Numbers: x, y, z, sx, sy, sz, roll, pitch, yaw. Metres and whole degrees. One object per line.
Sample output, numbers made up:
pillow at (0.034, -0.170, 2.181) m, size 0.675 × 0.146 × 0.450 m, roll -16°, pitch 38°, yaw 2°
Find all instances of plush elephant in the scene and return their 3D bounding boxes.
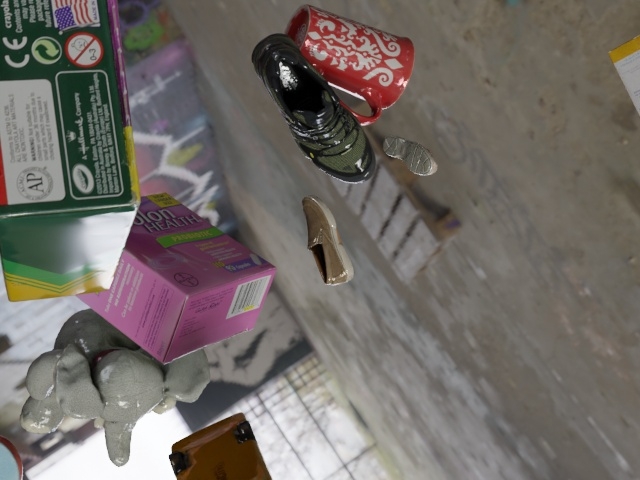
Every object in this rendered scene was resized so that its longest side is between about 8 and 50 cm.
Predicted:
plush elephant at (-0.332, 0.235, 1.586) m, size 0.255 × 0.271 × 0.330 m, roll -123°, pitch 39°, yaw -52°

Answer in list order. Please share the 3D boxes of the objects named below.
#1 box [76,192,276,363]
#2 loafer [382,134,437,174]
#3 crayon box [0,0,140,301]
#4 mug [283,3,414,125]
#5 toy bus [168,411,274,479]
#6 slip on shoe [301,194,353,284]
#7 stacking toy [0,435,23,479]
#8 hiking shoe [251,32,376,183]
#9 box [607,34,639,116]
box at (-0.230, 0.046, 1.442) m, size 0.243 × 0.117 × 0.213 m, roll 32°, pitch -156°, yaw 24°
loafer at (0.151, -0.139, 1.571) m, size 0.125 × 0.039 × 0.045 m, roll 38°, pitch 117°, yaw 47°
crayon box at (-0.235, -0.156, 0.801) m, size 0.313 × 0.106 × 0.363 m, roll 141°, pitch 121°, yaw -68°
mug at (0.039, -0.258, 1.404) m, size 0.169 × 0.113 × 0.150 m, roll 17°, pitch -143°, yaw -26°
toy bus at (-0.099, 0.311, 1.136) m, size 0.332 × 0.108 × 0.130 m, roll -139°, pitch 28°, yaw -72°
slip on shoe at (0.000, 0.000, 1.358) m, size 0.135 × 0.041 × 0.051 m, roll 67°, pitch 152°, yaw 10°
stacking toy at (-0.605, 0.327, 1.404) m, size 0.309 × 0.279 × 0.130 m, roll 49°, pitch 167°, yaw -5°
hiking shoe at (-0.006, -0.149, 1.219) m, size 0.227 × 0.086 × 0.114 m, roll 49°, pitch -171°, yaw -22°
box at (0.333, -0.133, 0.903) m, size 0.081 × 0.028 × 0.136 m, roll -25°, pitch 94°, yaw 52°
